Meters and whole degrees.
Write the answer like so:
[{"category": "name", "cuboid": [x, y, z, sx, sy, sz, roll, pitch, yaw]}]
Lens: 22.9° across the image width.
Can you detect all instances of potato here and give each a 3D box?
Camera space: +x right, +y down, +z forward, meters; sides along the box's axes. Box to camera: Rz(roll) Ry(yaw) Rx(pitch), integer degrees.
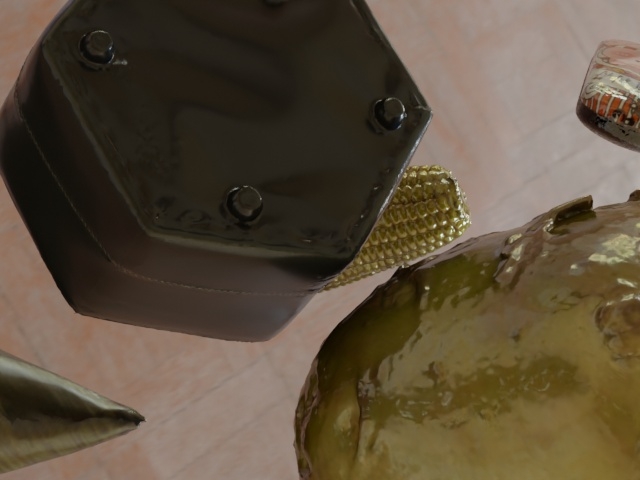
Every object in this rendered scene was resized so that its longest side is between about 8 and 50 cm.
[{"category": "potato", "cuboid": [0.114, 0.073, 0.864, 0.196, 0.299, 0.246, 40, 12, 5]}]

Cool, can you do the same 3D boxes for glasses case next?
[{"category": "glasses case", "cuboid": [0.301, -0.139, 1.509, 0.103, 0.067, 0.266, 21, 21, 5]}]

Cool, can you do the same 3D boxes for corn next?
[{"category": "corn", "cuboid": [0.000, 0.000, 1.160, 0.080, 0.231, 0.080, 54, 26, -42]}]

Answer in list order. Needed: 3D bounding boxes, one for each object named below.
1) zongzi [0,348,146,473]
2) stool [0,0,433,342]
[{"category": "zongzi", "cuboid": [-0.383, 0.044, 1.057, 0.207, 0.432, 0.403, -83, 155, -45]}, {"category": "stool", "cuboid": [-0.063, -0.064, 0.897, 0.232, 0.141, 0.232, 10, 63, -20]}]
